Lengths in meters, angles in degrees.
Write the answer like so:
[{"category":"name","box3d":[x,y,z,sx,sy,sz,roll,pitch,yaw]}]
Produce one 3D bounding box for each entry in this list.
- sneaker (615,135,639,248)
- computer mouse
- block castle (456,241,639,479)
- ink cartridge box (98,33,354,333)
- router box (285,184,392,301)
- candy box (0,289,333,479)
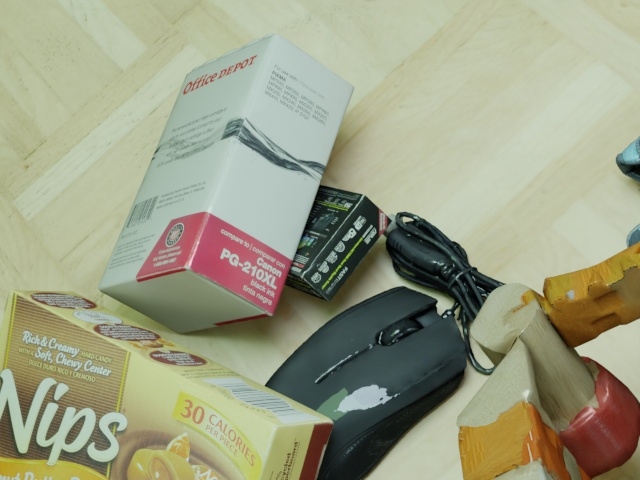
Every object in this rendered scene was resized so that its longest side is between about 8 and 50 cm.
[{"category":"sneaker","box3d":[0.303,-0.090,1.296,0.125,0.104,0.261,-3,61,27]},{"category":"computer mouse","box3d":[0.036,0.102,1.331,0.272,0.072,0.188,-45,54,-4]},{"category":"block castle","box3d":[0.277,0.194,0.973,0.303,0.213,0.453,-26,39,17]},{"category":"ink cartridge box","box3d":[-0.084,-0.048,1.420,0.172,0.100,0.237,-14,51,55]},{"category":"router box","box3d":[0.000,0.000,1.396,0.092,0.038,0.122,-51,22,-9]},{"category":"candy box","box3d":[-0.155,0.178,1.330,0.316,0.088,0.182,23,100,35]}]
